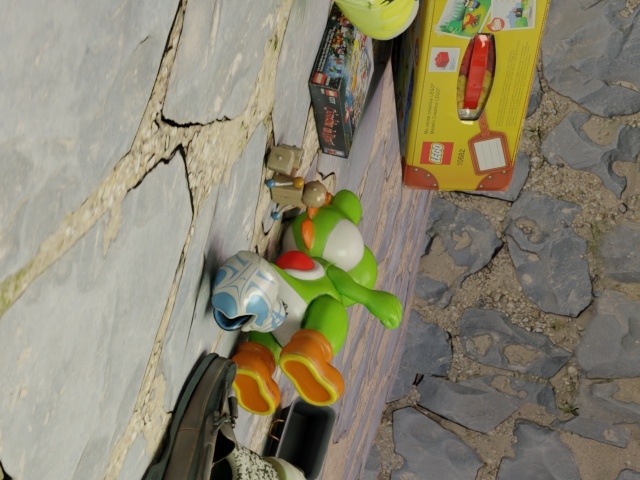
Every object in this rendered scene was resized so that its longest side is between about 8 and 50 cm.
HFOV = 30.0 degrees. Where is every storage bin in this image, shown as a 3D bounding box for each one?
[{"bbox_3d":[-0.047,0.337,2.023,0.091,0.098,0.135,-29,-139,64],"label":"storage bin"}]

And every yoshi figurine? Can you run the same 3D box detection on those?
[{"bbox_3d":[0.004,0.091,1.682,0.203,0.203,0.362,117,-6,-47],"label":"yoshi figurine"}]

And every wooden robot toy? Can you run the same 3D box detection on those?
[{"bbox_3d":[-0.022,-0.077,1.558,0.173,0.079,0.076,85,22,-65],"label":"wooden robot toy"}]

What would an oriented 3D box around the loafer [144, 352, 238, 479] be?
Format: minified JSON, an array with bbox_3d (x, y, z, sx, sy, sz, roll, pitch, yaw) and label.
[{"bbox_3d":[-0.134,0.246,1.353,0.096,0.084,0.267,94,14,-47],"label":"loafer"}]

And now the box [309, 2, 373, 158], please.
[{"bbox_3d":[0.034,-0.240,1.748,0.233,0.044,0.159,78,28,-69],"label":"box"}]

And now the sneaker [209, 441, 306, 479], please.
[{"bbox_3d":[-0.150,0.416,1.466,0.182,0.158,0.410,49,40,-36],"label":"sneaker"}]

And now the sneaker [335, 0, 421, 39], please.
[{"bbox_3d":[0.019,-0.329,1.324,0.147,0.145,0.385,-65,157,-17],"label":"sneaker"}]

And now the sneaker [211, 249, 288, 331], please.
[{"bbox_3d":[-0.091,0.074,1.418,0.086,0.085,0.237,-45,169,-10],"label":"sneaker"}]

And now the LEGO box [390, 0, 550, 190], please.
[{"bbox_3d":[0.243,-0.388,2.010,0.500,0.193,0.372,94,-4,-46],"label":"LEGO box"}]

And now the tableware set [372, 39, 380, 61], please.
[{"bbox_3d":[0.096,-0.344,1.993,0.141,0.020,0.169,-62,170,-50],"label":"tableware set"}]
